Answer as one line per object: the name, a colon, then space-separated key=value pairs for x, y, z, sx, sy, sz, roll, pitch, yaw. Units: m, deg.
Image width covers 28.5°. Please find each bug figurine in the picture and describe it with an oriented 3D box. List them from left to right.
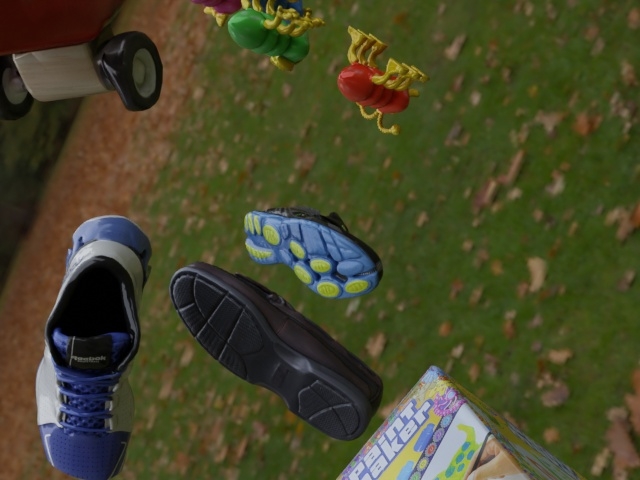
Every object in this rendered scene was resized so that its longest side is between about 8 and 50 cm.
bug figurine: x=-0.033 y=-0.203 z=1.188 sx=0.279 sy=0.216 sz=0.072 roll=46 pitch=111 yaw=41

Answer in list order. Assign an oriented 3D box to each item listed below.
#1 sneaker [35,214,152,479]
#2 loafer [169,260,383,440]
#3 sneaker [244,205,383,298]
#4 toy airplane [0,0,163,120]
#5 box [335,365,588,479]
sneaker: x=-0.272 y=0.140 z=1.452 sx=0.182 sy=0.127 sz=0.316 roll=-99 pitch=19 yaw=-76
loafer: x=-0.052 y=0.127 z=1.570 sx=0.109 sy=0.302 sz=0.095 roll=-55 pitch=-6 yaw=37
sneaker: x=0.000 y=0.000 z=1.117 sx=0.188 sy=0.078 sz=0.067 roll=22 pitch=124 yaw=58
toy airplane: x=-0.256 y=-0.199 z=0.796 sx=0.384 sy=0.386 sz=0.273 roll=-162 pitch=65 yaw=-66
box: x=0.165 y=0.272 z=0.827 sx=0.177 sy=0.290 sz=0.279 roll=-51 pitch=22 yaw=5
